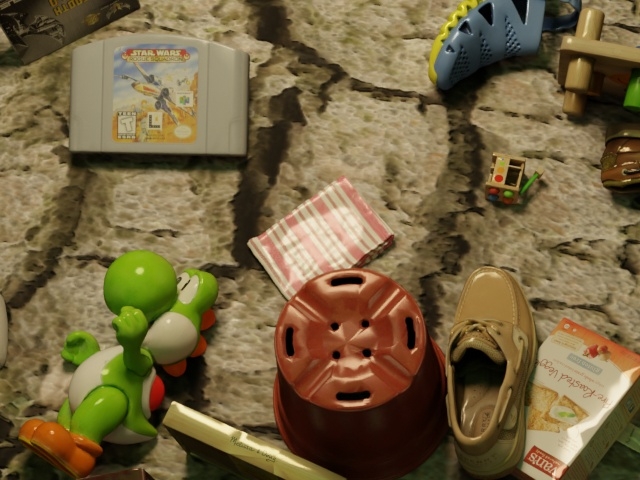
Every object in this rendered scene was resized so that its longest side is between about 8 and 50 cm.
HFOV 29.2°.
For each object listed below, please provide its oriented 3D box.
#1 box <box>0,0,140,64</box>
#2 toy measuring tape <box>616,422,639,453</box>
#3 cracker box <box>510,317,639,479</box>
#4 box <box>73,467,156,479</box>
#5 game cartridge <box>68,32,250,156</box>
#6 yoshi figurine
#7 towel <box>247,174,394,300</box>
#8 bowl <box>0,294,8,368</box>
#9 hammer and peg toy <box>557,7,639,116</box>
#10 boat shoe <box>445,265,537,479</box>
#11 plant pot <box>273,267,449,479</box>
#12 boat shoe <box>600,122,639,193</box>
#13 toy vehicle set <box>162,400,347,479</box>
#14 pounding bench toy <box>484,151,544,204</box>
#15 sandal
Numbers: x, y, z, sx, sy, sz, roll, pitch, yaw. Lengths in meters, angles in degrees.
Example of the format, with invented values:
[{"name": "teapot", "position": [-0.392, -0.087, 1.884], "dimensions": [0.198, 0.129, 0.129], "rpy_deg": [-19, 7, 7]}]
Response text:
[{"name": "box", "position": [-0.434, -0.411, 2.064], "dimensions": [0.231, 0.183, 0.056], "rpy_deg": [-28, 65, -7]}, {"name": "toy measuring tape", "position": [0.492, 0.292, 1.696], "dimensions": [0.330, 0.121, 0.121], "rpy_deg": [31, 73, 18]}, {"name": "cracker box", "position": [0.342, 0.238, 1.728], "dimensions": [0.156, 0.067, 0.232], "rpy_deg": [28, 72, 42]}, {"name": "box", "position": [-0.289, 0.423, 1.668], "dimensions": [0.167, 0.203, 0.168], "rpy_deg": [-12, 65, 1]}, {"name": "game cartridge", "position": [-0.264, -0.237, 2.002], "dimensions": [0.297, 0.062, 0.198], "rpy_deg": [1, 95, 7]}, {"name": "yoshi figurine", "position": [-0.307, 0.157, 1.799], "dimensions": [0.203, 0.203, 0.362], "rpy_deg": [29, 69, 24]}, {"name": "towel", "position": [0.000, 0.000, 1.922], "dimensions": [0.197, 0.029, 0.144], "rpy_deg": [-35, 67, -10]}, {"name": "bowl", "position": [-0.561, 0.142, 1.904], "dimensions": [0.142, 0.053, 0.142], "rpy_deg": [-9, 66, 0]}, {"name": "hammer and peg toy", "position": [0.540, -0.235, 1.859], "dimensions": [0.361, 0.266, 0.127], "rpy_deg": [12, 87, 10]}, {"name": "boat shoe", "position": [0.236, 0.161, 1.724], "dimensions": [0.122, 0.110, 0.341], "rpy_deg": [-10, 48, 18]}, {"name": "plant pot", "position": [0.052, 0.179, 1.708], "dimensions": [0.272, 0.265, 0.272], "rpy_deg": [-2, 67, 5]}, {"name": "boat shoe", "position": [0.584, -0.102, 1.873], "dimensions": [0.307, 0.111, 0.104], "rpy_deg": [7, 73, 18]}, {"name": "toy vehicle set", "position": [-0.082, 0.314, 1.716], "dimensions": [0.267, 0.166, 0.035], "rpy_deg": [22, 70, 14]}, {"name": "pounding bench toy", "position": [0.303, -0.091, 1.917], "dimensions": [0.083, 0.052, 0.065], "rpy_deg": [11, 68, 11]}, {"name": "sandal", "position": [0.307, -0.350, 1.998], "dimensions": [0.317, 0.126, 0.138], "rpy_deg": [-42, 73, -11]}]
